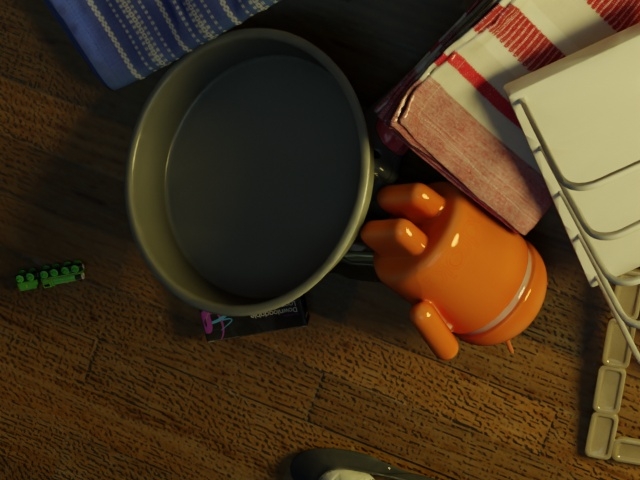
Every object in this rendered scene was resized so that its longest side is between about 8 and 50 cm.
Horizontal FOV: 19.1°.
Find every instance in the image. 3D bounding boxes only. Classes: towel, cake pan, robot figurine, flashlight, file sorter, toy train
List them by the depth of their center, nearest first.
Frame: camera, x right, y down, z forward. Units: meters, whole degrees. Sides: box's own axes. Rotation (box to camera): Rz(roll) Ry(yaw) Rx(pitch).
[{"bbox_3d":[0.325,-0.042,1.791,0.193,0.173,0.278,-25,130,5],"label":"file sorter"},{"bbox_3d":[0.237,-0.174,1.811,0.329,0.037,0.237,-47,129,10],"label":"towel"},{"bbox_3d":[-0.166,-0.304,1.888,0.336,0.040,0.243,-24,105,38],"label":"towel"},{"bbox_3d":[0.124,-0.140,1.909,0.304,0.103,0.103,-41,94,20],"label":"flashlight"},{"bbox_3d":[-0.067,-0.067,1.931,0.293,0.054,0.293,-4,81,30],"label":"cake pan"},{"bbox_3d":[0.141,0.026,1.931,0.219,0.158,0.128,36,120,-29],"label":"robot figurine"},{"bbox_3d":[-0.298,0.040,2.102,0.083,0.017,0.024,-10,117,14],"label":"toy train"}]

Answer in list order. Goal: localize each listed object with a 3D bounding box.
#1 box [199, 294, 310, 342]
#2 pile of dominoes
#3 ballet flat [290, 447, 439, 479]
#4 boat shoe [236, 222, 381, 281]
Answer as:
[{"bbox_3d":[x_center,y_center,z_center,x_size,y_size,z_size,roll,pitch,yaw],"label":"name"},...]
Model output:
[{"bbox_3d":[-0.085,0.024,2.047,0.116,0.029,0.162,-9,106,13],"label":"box"},{"bbox_3d":[0.393,0.131,1.998,0.196,0.040,0.251,10,119,7],"label":"pile of dominoes"},{"bbox_3d":[0.061,0.277,2.086,0.203,0.074,0.074,14,111,6],"label":"ballet flat"},{"bbox_3d":[0.000,0.000,1.997,0.178,0.064,0.060,9,69,-6],"label":"boat shoe"}]
